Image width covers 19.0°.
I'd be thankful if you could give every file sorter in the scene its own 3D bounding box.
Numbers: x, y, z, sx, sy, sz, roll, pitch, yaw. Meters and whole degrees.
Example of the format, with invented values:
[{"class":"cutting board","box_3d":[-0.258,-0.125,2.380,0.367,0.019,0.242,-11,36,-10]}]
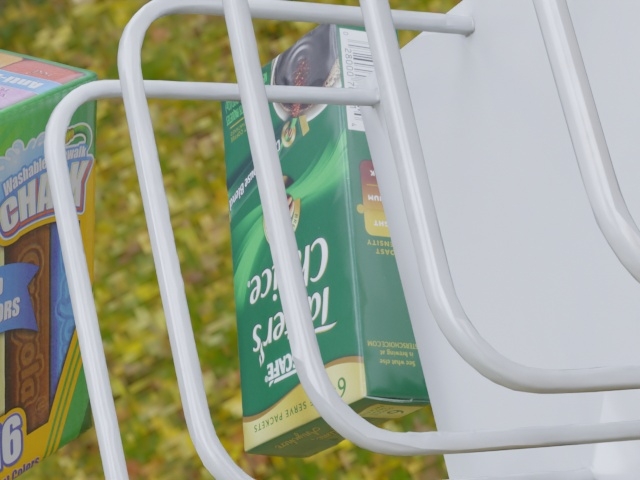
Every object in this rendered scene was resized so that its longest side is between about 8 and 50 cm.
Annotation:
[{"class":"file sorter","box_3d":[0.052,-0.021,0.591,0.173,0.193,0.277,-1,-20,-34]}]

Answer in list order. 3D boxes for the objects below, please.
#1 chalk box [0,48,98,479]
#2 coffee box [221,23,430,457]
[{"class":"chalk box","box_3d":[-0.241,-0.014,1.041,0.180,0.289,0.179,16,24,25]},{"class":"coffee box","box_3d":[0.000,0.000,0.888,0.040,0.184,0.113,6,-20,-31]}]
